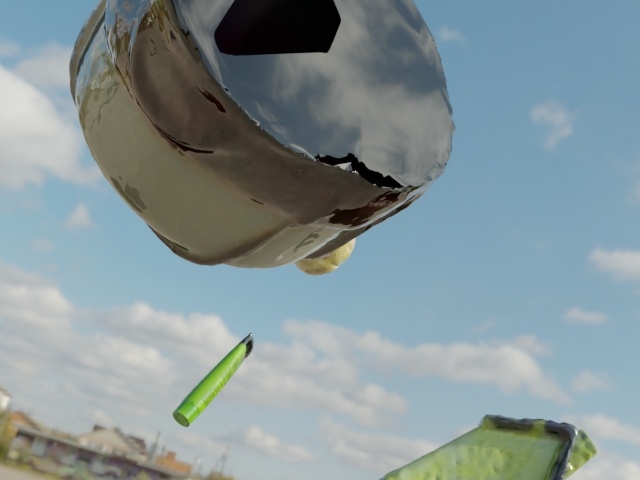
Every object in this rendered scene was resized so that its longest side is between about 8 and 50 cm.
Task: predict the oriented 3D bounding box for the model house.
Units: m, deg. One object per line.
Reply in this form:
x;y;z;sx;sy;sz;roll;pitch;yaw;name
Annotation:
0.186;0.280;1.008;0.170;0.211;0.194;57;-10;24;model house

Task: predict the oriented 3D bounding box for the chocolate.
-0.059;-0.109;0.699;0.284;0.283;0.186;29;-44;-35;chocolate

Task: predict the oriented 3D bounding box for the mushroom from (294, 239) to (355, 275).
0.000;0.000;1.855;0.112;0.148;0.148;42;-26;-23;mushroom

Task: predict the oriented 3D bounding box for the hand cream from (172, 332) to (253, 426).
-0.108;0.146;1.019;0.023;0.122;0.036;30;-40;17;hand cream
